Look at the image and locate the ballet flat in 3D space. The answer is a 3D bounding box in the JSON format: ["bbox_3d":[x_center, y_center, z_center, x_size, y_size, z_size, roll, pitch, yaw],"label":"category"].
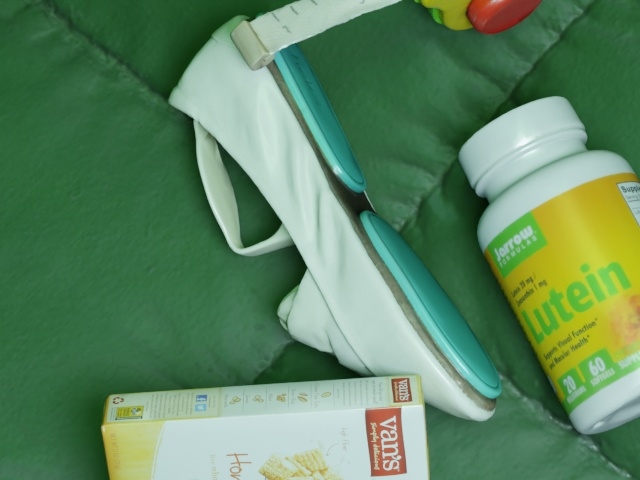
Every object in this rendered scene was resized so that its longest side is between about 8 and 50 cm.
[{"bbox_3d":[0.000,0.000,1.477,0.139,0.139,0.400,-29,70,-5],"label":"ballet flat"}]

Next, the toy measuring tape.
[{"bbox_3d":[0.078,-0.203,1.517,0.330,0.121,0.121,-27,73,-13],"label":"toy measuring tape"}]

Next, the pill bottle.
[{"bbox_3d":[0.206,0.016,1.440,0.136,0.136,0.245,-25,73,-4],"label":"pill bottle"}]

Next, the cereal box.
[{"bbox_3d":[-0.036,0.189,1.395,0.240,0.173,0.047,-4,31,3],"label":"cereal box"}]
